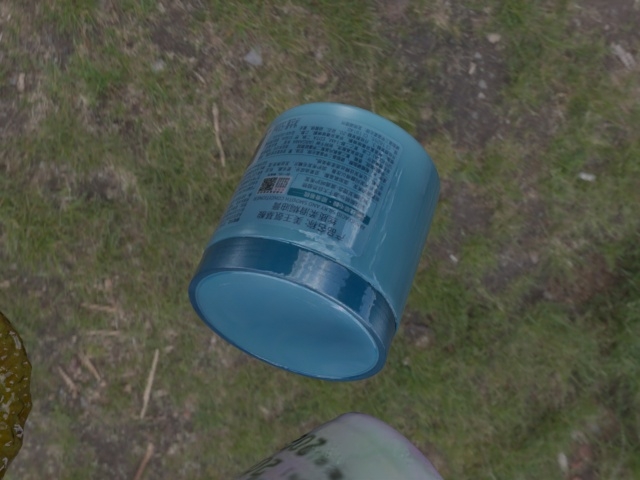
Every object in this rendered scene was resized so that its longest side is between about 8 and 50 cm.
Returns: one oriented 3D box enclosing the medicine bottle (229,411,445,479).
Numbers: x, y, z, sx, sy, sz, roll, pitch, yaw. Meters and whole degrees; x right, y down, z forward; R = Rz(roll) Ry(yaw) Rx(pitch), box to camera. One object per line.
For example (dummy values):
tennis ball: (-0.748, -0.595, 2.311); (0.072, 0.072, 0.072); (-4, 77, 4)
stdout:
medicine bottle: (-0.077, 0.304, 0.650); (0.388, 0.219, 0.219); (-26, 119, -22)

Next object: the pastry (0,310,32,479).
pastry: (-0.319, 0.130, 0.704); (0.103, 0.189, 0.189); (3, 121, 29)

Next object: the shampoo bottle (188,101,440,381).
shampoo bottle: (0.000, 0.000, 1.486); (0.331, 0.331, 0.343); (39, 56, -27)
